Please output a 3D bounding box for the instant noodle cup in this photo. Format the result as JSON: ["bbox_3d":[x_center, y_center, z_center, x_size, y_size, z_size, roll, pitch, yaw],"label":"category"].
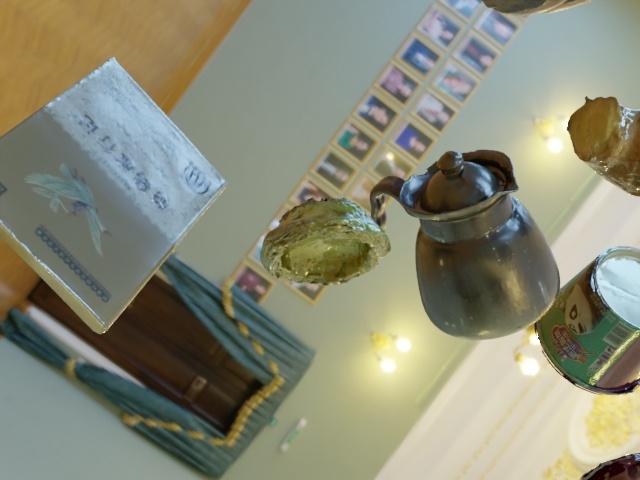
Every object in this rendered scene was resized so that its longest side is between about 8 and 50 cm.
[{"bbox_3d":[0.561,0.142,1.547,0.251,0.251,0.190,-57,173,-39],"label":"instant noodle cup"}]

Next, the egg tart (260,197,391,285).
[{"bbox_3d":[0.000,0.000,1.174,0.197,0.197,0.078,-48,-138,49],"label":"egg tart"}]

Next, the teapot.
[{"bbox_3d":[0.223,-0.028,1.305,0.223,0.285,0.305,-28,-151,-10],"label":"teapot"}]

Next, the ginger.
[{"bbox_3d":[0.492,-0.135,1.198,0.152,0.267,0.138,44,59,-58],"label":"ginger"}]

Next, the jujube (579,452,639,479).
[{"bbox_3d":[0.345,0.403,0.795,0.258,0.258,0.377,-50,-162,36],"label":"jujube"}]

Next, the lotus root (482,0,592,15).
[{"bbox_3d":[0.382,-0.450,1.312,0.193,0.193,0.291,-55,-163,-14],"label":"lotus root"}]

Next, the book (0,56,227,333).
[{"bbox_3d":[-0.240,-0.066,0.921,0.021,0.217,0.310,-31,-162,34],"label":"book"}]
